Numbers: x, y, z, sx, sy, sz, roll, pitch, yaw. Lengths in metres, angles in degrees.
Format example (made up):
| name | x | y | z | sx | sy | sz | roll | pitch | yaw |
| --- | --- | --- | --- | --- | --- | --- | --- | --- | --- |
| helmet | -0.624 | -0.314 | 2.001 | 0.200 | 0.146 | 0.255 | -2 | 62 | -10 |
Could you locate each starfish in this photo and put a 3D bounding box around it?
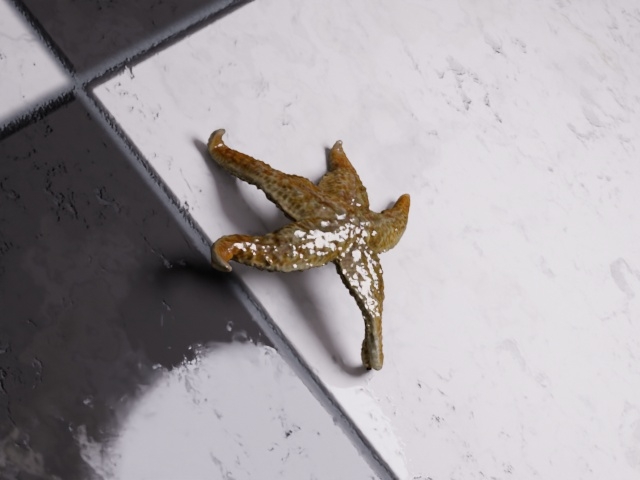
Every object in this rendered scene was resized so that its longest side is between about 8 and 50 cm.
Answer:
| name | x | y | z | sx | sy | sz | roll | pitch | yaw |
| --- | --- | --- | --- | --- | --- | --- | --- | --- | --- |
| starfish | 0.007 | -0.003 | 2.085 | 0.375 | 0.094 | 0.327 | -3 | 63 | -45 |
